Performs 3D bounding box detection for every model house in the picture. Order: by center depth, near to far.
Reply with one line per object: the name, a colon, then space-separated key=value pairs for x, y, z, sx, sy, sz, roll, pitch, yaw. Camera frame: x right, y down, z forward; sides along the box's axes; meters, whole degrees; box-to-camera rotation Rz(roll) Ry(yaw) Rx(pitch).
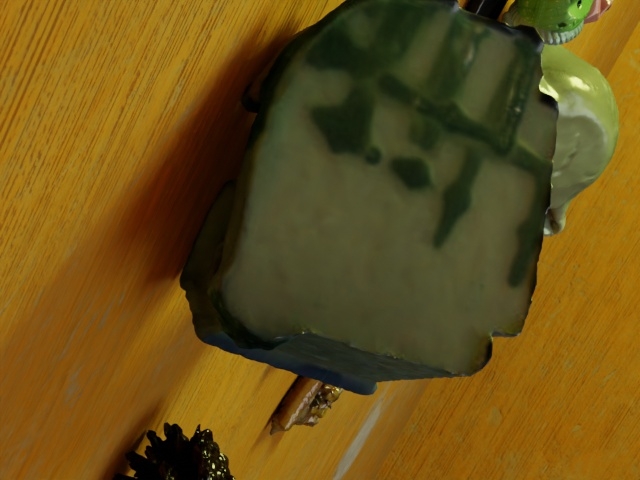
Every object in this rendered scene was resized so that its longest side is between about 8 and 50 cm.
model house: x=0.010 y=-0.026 z=1.401 sx=0.329 sy=0.251 sz=0.295 roll=157 pitch=-54 yaw=-69

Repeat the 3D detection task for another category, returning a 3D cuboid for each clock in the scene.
clock: x=0.303 y=-0.336 z=1.913 sx=0.194 sy=0.100 sz=0.195 roll=-41 pitch=157 yaw=-48

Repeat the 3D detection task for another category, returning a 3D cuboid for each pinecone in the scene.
pinecone: x=-0.141 y=0.245 z=1.637 sx=0.120 sy=0.140 sz=0.140 roll=-26 pitch=169 yaw=2

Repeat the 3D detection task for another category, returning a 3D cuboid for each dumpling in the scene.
dumpling: x=0.273 y=-0.147 z=2.100 sx=0.270 sy=0.212 sz=0.321 roll=-43 pitch=170 yaw=-40

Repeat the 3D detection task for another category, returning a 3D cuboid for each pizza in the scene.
pizza: x=-0.010 y=0.224 z=2.361 sx=0.185 sy=0.052 sz=0.195 roll=-50 pitch=168 yaw=-22

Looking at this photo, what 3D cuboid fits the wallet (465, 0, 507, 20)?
wallet: x=0.219 y=-0.311 z=1.939 sx=0.285 sy=0.030 sz=0.146 roll=-59 pitch=172 yaw=9
